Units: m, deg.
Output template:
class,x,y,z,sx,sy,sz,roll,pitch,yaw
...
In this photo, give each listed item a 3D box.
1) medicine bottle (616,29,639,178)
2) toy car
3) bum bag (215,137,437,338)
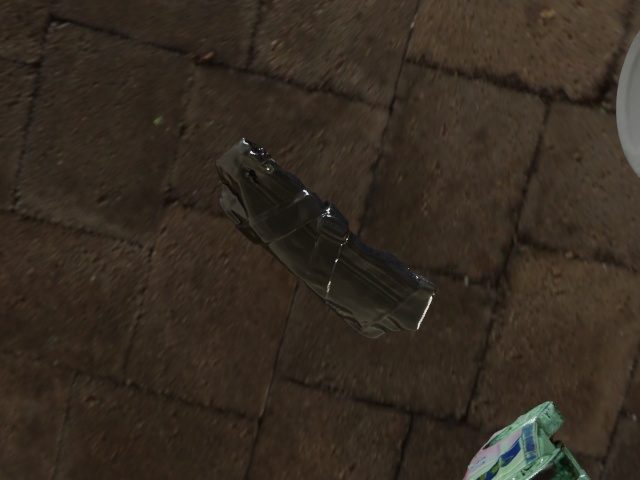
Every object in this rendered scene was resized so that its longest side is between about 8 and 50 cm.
class,x,y,z,sx,sy,sz,roll,pitch,yaw
medicine bottle,0.242,-0.062,0.684,0.168,0.105,0.105,6,107,-30
toy car,0.087,0.126,0.536,0.076,0.224,0.090,-34,86,7
bum bag,0.000,0.000,1.038,0.197,0.049,0.087,40,135,3
